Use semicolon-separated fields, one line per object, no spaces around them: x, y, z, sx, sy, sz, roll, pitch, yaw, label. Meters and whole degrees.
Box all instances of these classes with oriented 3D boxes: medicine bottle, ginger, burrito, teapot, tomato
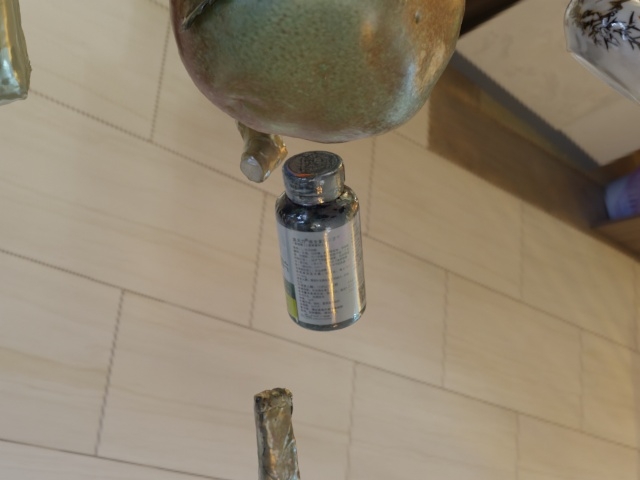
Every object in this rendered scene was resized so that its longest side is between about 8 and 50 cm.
0.000;0.000;1.580;0.141;0.141;0.293;-40;136;-43;medicine bottle
-0.118;-0.189;1.831;0.069;0.095;0.190;71;2;-55;ginger
-0.052;0.251;1.138;0.051;0.042;0.171;-15;114;-22;burrito
0.452;-0.271;1.306;0.166;0.300;0.208;-52;137;-2;teapot
-0.008;-0.236;0.944;0.303;0.303;0.239;47;33;-25;tomato

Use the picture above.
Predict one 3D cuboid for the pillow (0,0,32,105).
-0.594;-0.346;1.508;0.255;0.120;0.322;-21;135;-30;pillow
